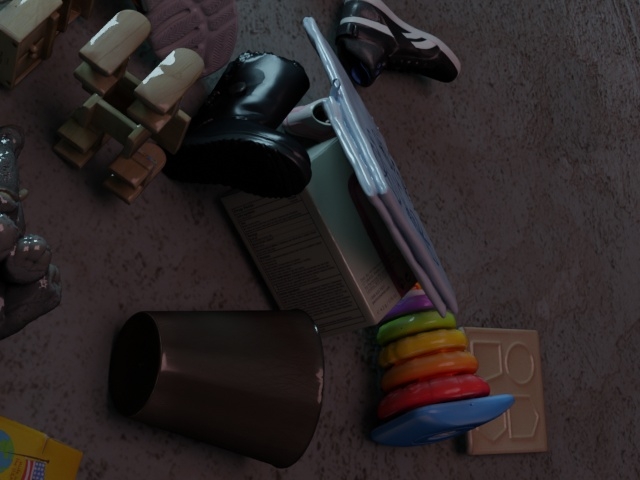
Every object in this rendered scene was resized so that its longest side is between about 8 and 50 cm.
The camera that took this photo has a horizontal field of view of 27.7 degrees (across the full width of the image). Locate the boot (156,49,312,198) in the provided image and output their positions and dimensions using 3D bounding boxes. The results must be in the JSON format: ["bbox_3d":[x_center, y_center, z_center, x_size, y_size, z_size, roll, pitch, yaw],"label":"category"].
[{"bbox_3d":[-0.071,-0.158,1.653,0.207,0.246,0.094,-53,132,-32],"label":"boot"}]

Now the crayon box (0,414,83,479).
[{"bbox_3d":[-0.423,0.263,1.357,0.318,0.081,0.202,31,61,-32],"label":"crayon box"}]

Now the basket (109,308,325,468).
[{"bbox_3d":[-0.130,0.168,1.592,0.226,0.154,0.204,12,75,-35],"label":"basket"}]

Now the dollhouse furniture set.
[{"bbox_3d":[-0.247,-0.206,1.531,0.242,0.212,0.161,36,57,2],"label":"dollhouse furniture set"}]

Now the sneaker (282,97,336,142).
[{"bbox_3d":[0.017,-0.169,1.842,0.134,0.070,0.051,3,77,-42],"label":"sneaker"}]

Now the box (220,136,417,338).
[{"bbox_3d":[0.000,0.000,1.729,0.127,0.148,0.232,-40,107,-47],"label":"box"}]

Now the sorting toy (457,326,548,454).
[{"bbox_3d":[0.278,0.233,2.007,0.208,0.038,0.193,7,76,-44],"label":"sorting toy"}]

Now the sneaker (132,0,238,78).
[{"bbox_3d":[-0.210,-0.360,1.648,0.124,0.180,0.321,-28,139,-4],"label":"sneaker"}]

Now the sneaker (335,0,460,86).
[{"bbox_3d":[0.107,-0.265,1.943,0.216,0.079,0.121,30,65,-23],"label":"sneaker"}]

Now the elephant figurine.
[{"bbox_3d":[-0.374,0.006,1.425,0.186,0.239,0.169,-23,120,-11],"label":"elephant figurine"}]

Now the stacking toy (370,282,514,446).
[{"bbox_3d":[0.138,0.131,1.845,0.175,0.166,0.302,-5,72,-30],"label":"stacking toy"}]

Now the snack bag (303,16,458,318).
[{"bbox_3d":[0.072,-0.100,1.716,0.323,0.037,0.343,53,13,-53],"label":"snack bag"}]
